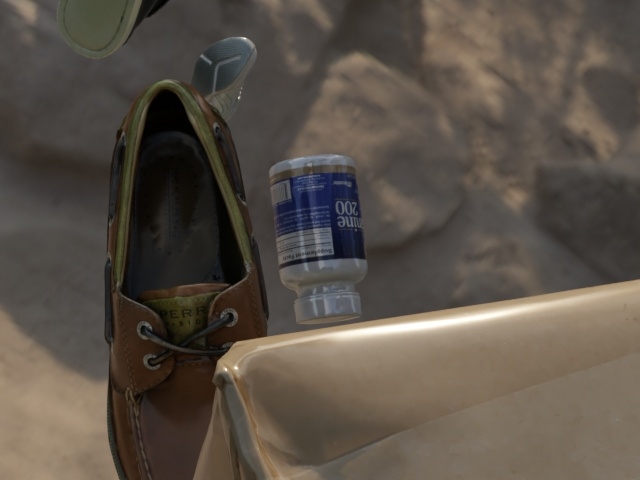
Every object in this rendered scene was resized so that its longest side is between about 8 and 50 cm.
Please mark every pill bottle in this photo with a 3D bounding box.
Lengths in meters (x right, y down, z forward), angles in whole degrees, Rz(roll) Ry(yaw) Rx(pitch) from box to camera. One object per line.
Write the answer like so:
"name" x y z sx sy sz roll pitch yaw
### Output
"pill bottle" 0.000 0.000 1.177 0.067 0.067 0.120 0 79 -39

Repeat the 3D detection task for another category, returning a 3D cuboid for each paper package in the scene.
"paper package" 0.111 0.151 0.574 0.325 0.309 0.168 -8 59 -19

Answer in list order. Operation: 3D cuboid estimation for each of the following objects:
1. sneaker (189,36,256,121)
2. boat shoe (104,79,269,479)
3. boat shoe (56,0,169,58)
"sneaker" -0.110 -0.161 1.681 0.061 0.152 0.053 -4 55 -48
"boat shoe" -0.084 0.053 0.937 0.111 0.104 0.307 -11 71 -4
"boat shoe" -0.179 -0.359 1.757 0.127 0.340 0.113 31 26 9
